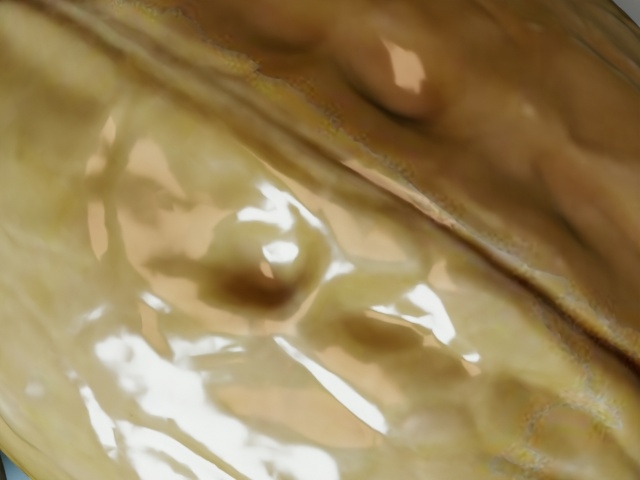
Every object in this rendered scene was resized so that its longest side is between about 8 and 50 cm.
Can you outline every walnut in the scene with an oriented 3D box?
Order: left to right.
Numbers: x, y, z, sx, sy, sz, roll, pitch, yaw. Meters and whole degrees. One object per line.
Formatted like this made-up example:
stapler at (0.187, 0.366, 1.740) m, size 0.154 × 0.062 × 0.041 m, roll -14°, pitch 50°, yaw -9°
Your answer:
walnut at (0.000, 0.000, 0.445) m, size 0.197 × 0.165 × 0.165 m, roll 40°, pitch 104°, yaw -7°

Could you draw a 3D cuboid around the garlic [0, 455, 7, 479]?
garlic at (-0.182, 0.077, 0.445) m, size 0.245 × 0.164 × 0.145 m, roll -10°, pitch 69°, yaw -28°
